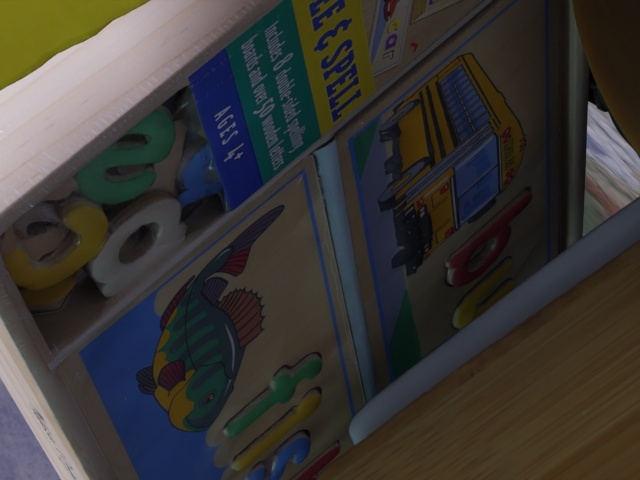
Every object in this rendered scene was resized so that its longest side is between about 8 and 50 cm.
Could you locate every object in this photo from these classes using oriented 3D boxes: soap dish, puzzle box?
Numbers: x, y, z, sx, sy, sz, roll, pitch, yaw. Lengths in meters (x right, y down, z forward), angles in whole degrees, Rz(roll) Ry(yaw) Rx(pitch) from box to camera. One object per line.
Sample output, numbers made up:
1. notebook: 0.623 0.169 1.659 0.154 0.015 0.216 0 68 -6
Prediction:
1. soap dish: 0.176 0.114 0.860 0.291 0.229 0.118 34 -154 -41
2. puzzle box: 0.000 0.000 0.773 0.052 0.272 0.409 42 164 25

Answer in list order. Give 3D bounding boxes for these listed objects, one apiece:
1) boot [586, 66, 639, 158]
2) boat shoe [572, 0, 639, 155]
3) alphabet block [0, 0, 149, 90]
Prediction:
1. boot: 0.114 -0.090 0.873 0.208 0.076 0.190 32 157 42
2. boat shoe: 0.164 -0.038 0.705 0.073 0.073 0.207 -27 91 44
3. alphabet block: -0.079 -0.191 0.497 0.192 0.193 0.197 46 -158 -39
